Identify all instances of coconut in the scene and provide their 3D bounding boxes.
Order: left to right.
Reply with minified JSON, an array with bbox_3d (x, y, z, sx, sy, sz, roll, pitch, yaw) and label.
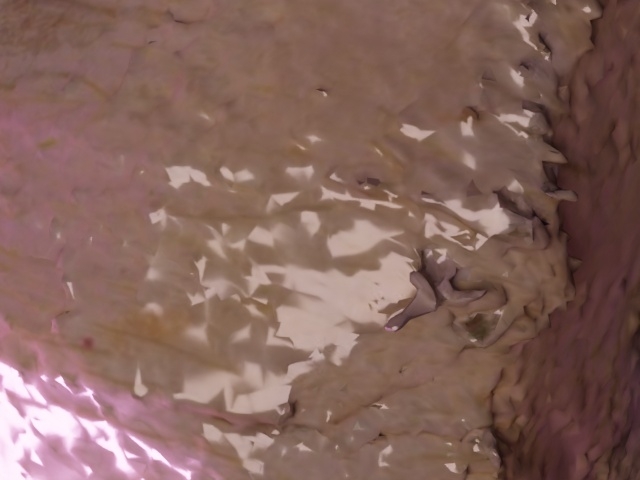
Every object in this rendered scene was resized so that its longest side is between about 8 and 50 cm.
[{"bbox_3d":[0.000,0.000,0.546,0.255,0.297,0.297,22,114,30],"label":"coconut"}]
